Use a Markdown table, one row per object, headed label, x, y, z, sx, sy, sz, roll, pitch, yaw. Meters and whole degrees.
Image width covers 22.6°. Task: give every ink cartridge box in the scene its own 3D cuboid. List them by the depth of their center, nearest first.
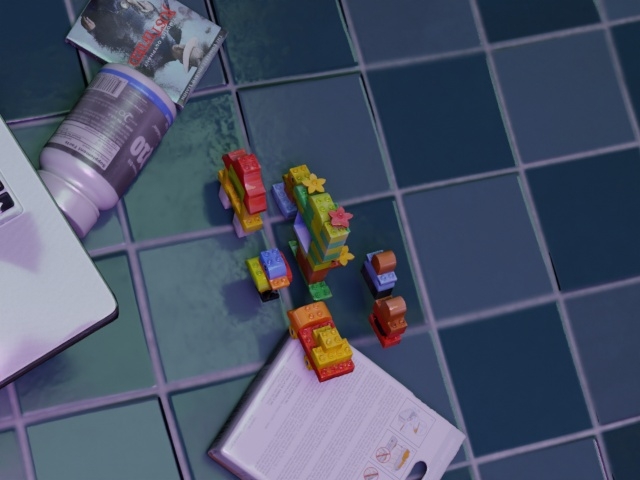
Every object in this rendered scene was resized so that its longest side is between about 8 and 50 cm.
| label | x | y | z | sx | sy | sz | roll | pitch | yaw |
| --- | --- | --- | --- | --- | --- | --- | --- | --- | --- |
| ink cartridge box | 0.015 | 0.172 | 1.368 | 0.179 | 0.045 | 0.145 | 39 | 70 | -13 |

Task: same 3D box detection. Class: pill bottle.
| label | x | y | z | sx | sy | sz | roll | pitch | yaw |
| --- | --- | --- | --- | --- | --- | --- | --- | --- | --- |
| pill bottle | -0.188 | -0.075 | 1.347 | 0.078 | 0.078 | 0.137 | 34 | 71 | -5 |

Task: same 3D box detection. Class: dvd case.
| label | x | y | z | sx | sy | sz | roll | pitch | yaw |
| --- | --- | --- | --- | --- | --- | --- | --- | --- | --- |
| dvd case | -0.153 | -0.181 | 1.416 | 0.119 | 0.013 | 0.087 | 32 | 71 | -7 |

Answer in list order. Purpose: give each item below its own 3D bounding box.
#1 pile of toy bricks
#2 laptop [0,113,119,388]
| label | x | y | z | sx | sy | sz | roll | pitch | yaw |
| --- | --- | --- | --- | --- | --- | --- | --- | --- | --- |
| pile of toy bricks | 0.000 | 0.000 | 1.336 | 0.118 | 0.105 | 0.212 | -17 | 63 | -21 |
| laptop | -0.374 | -0.044 | 1.031 | 0.382 | 0.236 | 0.408 | -32 | 89 | -20 |
